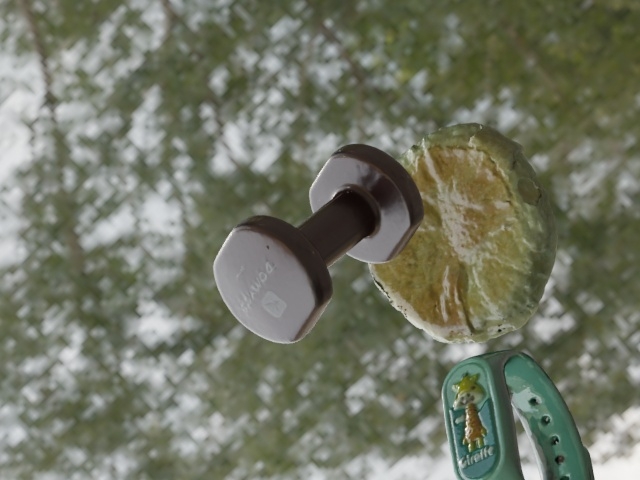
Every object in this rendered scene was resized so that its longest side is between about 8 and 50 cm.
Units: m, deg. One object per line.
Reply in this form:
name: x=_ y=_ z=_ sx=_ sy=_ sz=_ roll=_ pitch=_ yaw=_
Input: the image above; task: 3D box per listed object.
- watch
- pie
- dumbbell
watch: x=0.190 y=0.210 z=1.652 sx=0.195 sy=0.068 sz=0.237 roll=40 pitch=-150 yaw=-40
pie: x=0.192 y=-0.004 z=2.426 sx=0.306 sy=0.306 sz=0.071 roll=54 pitch=-156 yaw=19
dumbbell: x=0.000 y=0.000 z=1.863 sx=0.124 sy=0.140 sz=0.225 roll=41 pitch=-134 yaw=10
